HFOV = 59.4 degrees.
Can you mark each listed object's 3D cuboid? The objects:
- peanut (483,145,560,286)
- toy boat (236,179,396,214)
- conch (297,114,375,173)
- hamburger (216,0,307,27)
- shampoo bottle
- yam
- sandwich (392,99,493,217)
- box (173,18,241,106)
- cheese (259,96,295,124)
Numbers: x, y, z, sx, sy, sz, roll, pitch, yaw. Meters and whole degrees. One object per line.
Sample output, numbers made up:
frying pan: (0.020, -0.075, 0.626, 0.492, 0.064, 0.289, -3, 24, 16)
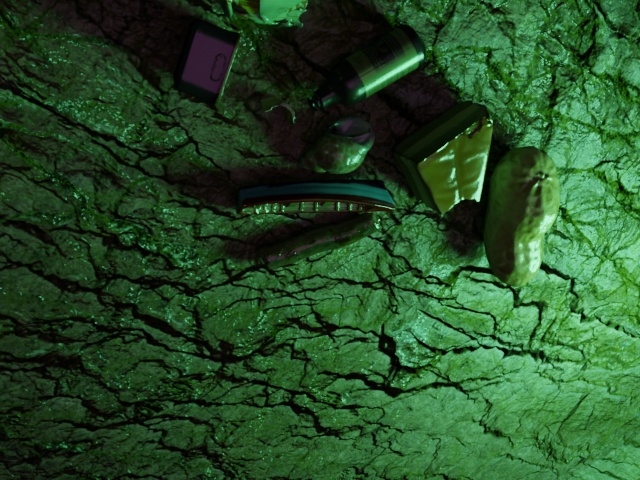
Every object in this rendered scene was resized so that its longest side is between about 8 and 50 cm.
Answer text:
peanut: (0.535, -0.058, 1.491, 0.170, 0.192, 0.387, -9, 114, -24)
toy boat: (-0.005, -0.100, 1.344, 0.392, 0.136, 0.079, -4, 81, -17)
conch: (0.048, -0.214, 1.317, 0.116, 0.106, 0.173, 41, 76, -9)
hamburger: (-0.104, -0.516, 1.106, 0.214, 0.125, 0.235, -29, 147, 34)
shampoo bottle: (0.095, -0.373, 1.262, 0.284, 0.101, 0.101, -31, 118, -3)
yam: (0.000, 0.000, 1.408, 0.317, 0.071, 0.067, -19, 80, -10)
sandwich: (0.331, -0.195, 1.388, 0.227, 0.155, 0.198, -35, 120, -2)
box: (-0.230, -0.357, 1.107, 0.090, 0.201, 0.144, 18, 106, -20)
cheese: (-0.094, -0.298, 1.256, 0.084, 0.060, 0.041, 24, 108, -20)
